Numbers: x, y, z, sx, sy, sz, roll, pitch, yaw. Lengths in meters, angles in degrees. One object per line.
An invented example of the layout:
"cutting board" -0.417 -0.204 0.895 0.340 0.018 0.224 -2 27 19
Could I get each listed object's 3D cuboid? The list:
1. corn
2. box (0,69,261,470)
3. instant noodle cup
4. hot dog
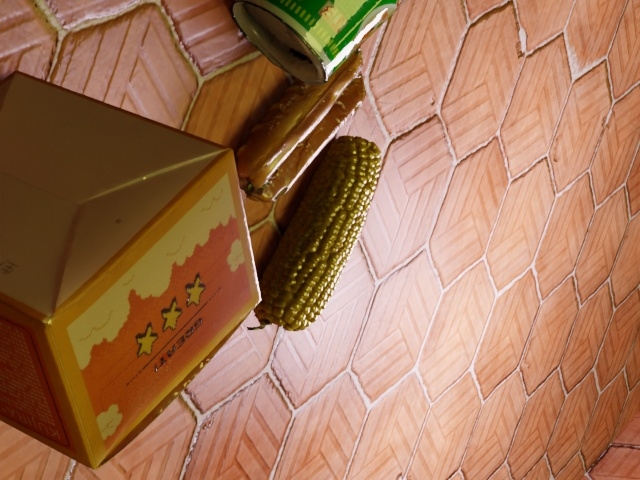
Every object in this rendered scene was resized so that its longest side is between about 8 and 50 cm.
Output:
"corn" 0.000 0.000 1.914 0.310 0.101 0.101 -62 151 -12
"box" -0.250 0.022 1.307 0.259 0.283 0.214 -45 145 -36
"instant noodle cup" 0.015 -0.320 1.659 0.233 0.207 0.207 -52 148 -12
"hot dog" -0.021 -0.153 1.805 0.269 0.072 0.115 -50 146 -33
